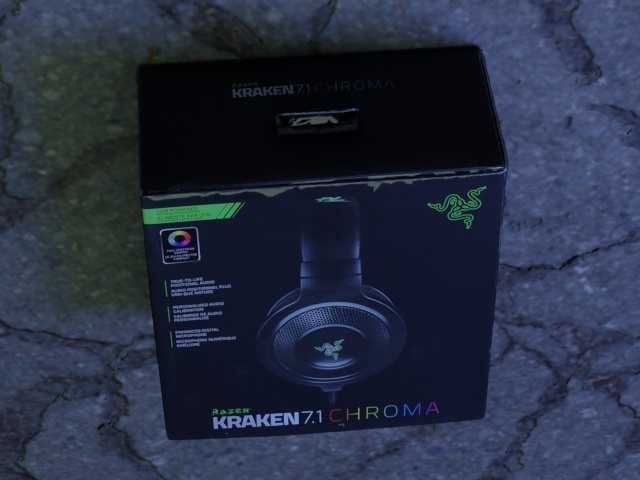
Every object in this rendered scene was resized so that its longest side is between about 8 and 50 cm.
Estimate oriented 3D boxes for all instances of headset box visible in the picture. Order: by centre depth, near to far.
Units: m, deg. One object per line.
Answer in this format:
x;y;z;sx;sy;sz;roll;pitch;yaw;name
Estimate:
0.000;0.000;1.286;0.246;0.131;0.283;-3;136;-3;headset box
